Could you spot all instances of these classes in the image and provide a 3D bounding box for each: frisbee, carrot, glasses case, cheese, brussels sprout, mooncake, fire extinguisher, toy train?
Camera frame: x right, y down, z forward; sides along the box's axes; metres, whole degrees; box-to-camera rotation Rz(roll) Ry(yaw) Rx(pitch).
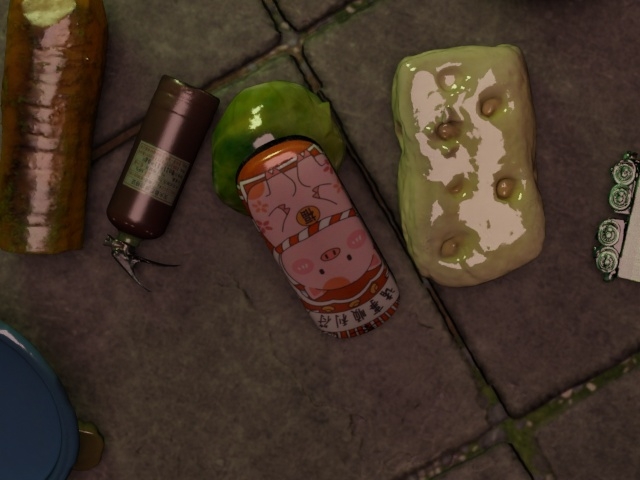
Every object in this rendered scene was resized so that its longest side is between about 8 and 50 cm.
[{"bbox_3d":[-0.394,0.179,1.782,0.290,0.049,0.289,7,120,12],"label":"frisbee"},{"bbox_3d":[-0.295,-0.137,1.794,0.114,0.114,0.301,6,94,1],"label":"carrot"},{"bbox_3d":[0.000,0.000,1.747,0.103,0.067,0.266,-27,125,7],"label":"glasses case"},{"bbox_3d":[0.161,-0.081,1.789,0.159,0.093,0.263,-6,90,3],"label":"cheese"},{"bbox_3d":[-0.049,-0.099,1.778,0.149,0.122,0.151,-11,89,4],"label":"brussels sprout"},{"bbox_3d":[-0.397,0.148,1.821,0.150,0.057,0.347,-40,90,3],"label":"mooncake"},{"bbox_3d":[-0.173,-0.060,1.809,0.099,0.071,0.231,21,91,-10],"label":"fire extinguisher"},{"bbox_3d":[0.345,-0.023,1.811,0.071,0.038,0.148,13,91,2],"label":"toy train"}]
